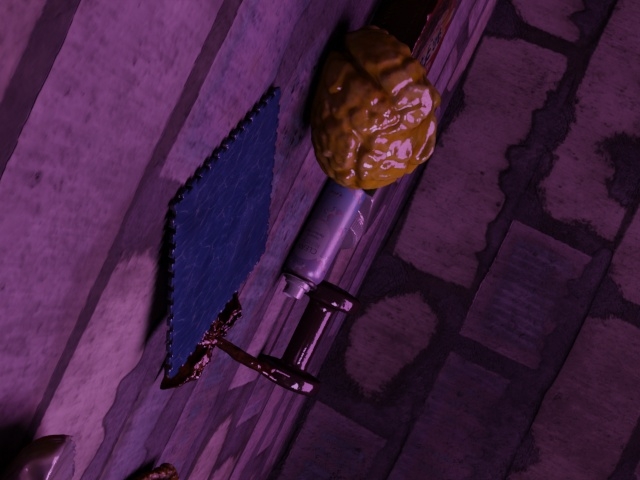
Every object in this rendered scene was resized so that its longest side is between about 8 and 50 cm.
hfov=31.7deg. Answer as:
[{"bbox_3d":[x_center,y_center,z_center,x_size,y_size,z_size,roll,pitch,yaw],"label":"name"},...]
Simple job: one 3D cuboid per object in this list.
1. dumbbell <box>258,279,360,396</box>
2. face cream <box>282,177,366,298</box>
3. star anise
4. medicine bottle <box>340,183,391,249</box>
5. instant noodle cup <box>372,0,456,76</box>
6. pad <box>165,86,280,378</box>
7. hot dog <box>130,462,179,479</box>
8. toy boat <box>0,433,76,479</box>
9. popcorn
[{"bbox_3d":[-0.025,0.187,2.228,0.124,0.140,0.225,25,90,-40],"label":"dumbbell"},{"bbox_3d":[0.000,0.000,2.014,0.229,0.075,0.075,-63,173,-12],"label":"face cream"},{"bbox_3d":[-0.117,0.138,1.447,0.158,0.144,0.140,-66,164,20],"label":"star anise"},{"bbox_3d":[0.069,-0.077,2.169,0.188,0.088,0.132,-58,170,-36],"label":"medicine bottle"},{"bbox_3d":[0.125,-0.305,1.788,0.274,0.091,0.274,-62,172,-16],"label":"instant noodle cup"},{"bbox_3d":[-0.112,-0.011,1.306,0.269,0.012,0.269,-57,161,-45],"label":"pad"},{"bbox_3d":[-0.255,0.376,1.568,0.083,0.068,0.289,-58,174,8],"label":"hot dog"},{"bbox_3d":[-0.281,0.281,0.995,0.293,0.111,0.276,-76,-173,-59],"label":"toy boat"},{"bbox_3d":[0.064,-0.186,1.569,0.200,0.226,0.203,-33,-142,5],"label":"popcorn"}]
